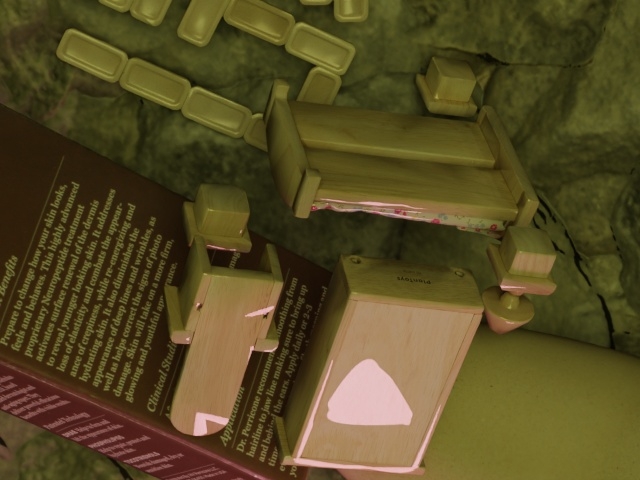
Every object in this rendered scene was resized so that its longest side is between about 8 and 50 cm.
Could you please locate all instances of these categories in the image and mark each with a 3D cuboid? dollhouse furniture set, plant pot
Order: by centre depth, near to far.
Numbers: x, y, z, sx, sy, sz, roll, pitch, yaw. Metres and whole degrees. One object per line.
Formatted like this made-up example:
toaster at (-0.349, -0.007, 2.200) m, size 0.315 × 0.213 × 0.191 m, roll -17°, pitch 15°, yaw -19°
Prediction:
dollhouse furniture set at (0.000, 0.000, 1.539) m, size 0.303 × 0.355 × 0.174 m, roll 7°, pitch 125°, yaw -18°
plant pot at (0.144, 0.172, 1.606) m, size 0.274 × 0.256 × 0.256 m, roll 25°, pitch 89°, yaw 9°

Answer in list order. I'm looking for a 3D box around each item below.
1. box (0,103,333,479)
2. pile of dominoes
box at (-0.174, 0.054, 1.522) m, size 0.381 × 0.143 × 0.191 m, roll 28°, pitch 65°, yaw -23°
pile of dominoes at (-0.087, -0.201, 1.635) m, size 0.251 × 0.040 × 0.196 m, roll 24°, pitch 107°, yaw -11°
